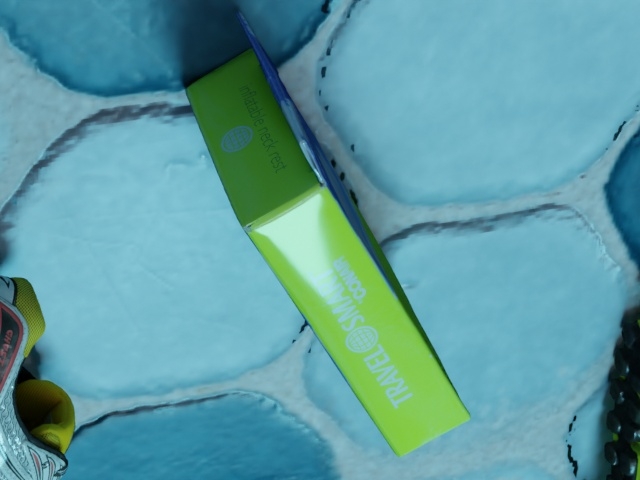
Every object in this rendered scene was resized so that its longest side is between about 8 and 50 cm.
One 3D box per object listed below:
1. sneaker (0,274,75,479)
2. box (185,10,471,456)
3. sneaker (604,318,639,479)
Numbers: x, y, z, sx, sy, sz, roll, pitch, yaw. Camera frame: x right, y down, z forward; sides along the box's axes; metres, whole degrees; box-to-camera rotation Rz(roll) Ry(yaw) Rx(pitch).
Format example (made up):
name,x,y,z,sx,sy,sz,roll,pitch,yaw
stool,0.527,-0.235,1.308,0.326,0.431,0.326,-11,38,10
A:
name,x,y,z,sx,sy,sz,roll,pitch,yaw
sneaker,-0.150,0.112,0.795,0.092,0.088,0.225,-12,128,-15
box,0.000,0.000,0.759,0.042,0.109,0.178,-30,130,3
sneaker,0.231,0.180,0.968,0.146,0.134,0.344,-6,124,-20
